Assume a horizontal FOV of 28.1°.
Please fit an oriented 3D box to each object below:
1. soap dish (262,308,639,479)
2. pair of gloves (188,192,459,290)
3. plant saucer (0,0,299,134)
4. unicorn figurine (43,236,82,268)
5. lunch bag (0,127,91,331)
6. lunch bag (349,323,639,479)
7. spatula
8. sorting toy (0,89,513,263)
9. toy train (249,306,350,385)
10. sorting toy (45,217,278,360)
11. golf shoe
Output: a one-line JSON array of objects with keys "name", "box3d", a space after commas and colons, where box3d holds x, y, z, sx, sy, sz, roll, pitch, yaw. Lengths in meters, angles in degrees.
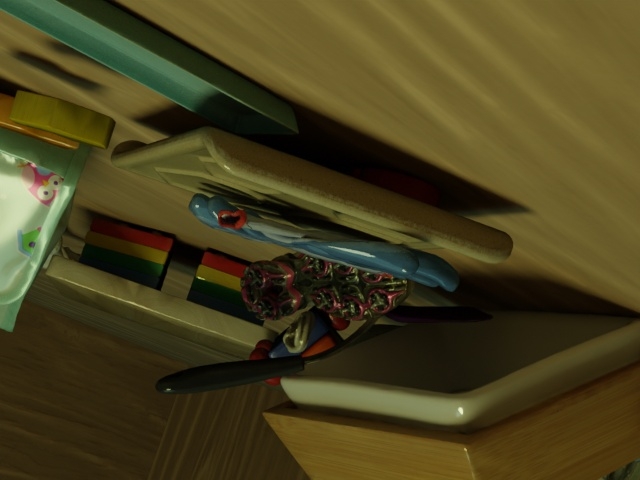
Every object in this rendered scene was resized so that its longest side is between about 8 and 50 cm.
[{"name": "soap dish", "box3d": [0.123, 0.142, 1.065, 0.229, 0.118, 0.291, -18, -173, -31]}, {"name": "pair of gloves", "box3d": [0.000, 0.000, 0.835, 0.159, 0.023, 0.198, 16, 177, -17]}, {"name": "plant saucer", "box3d": [-0.099, -0.104, 0.712, 0.192, 0.018, 0.067, 25, 168, -37]}, {"name": "unicorn figurine", "box3d": [-0.354, 0.007, 1.642, 0.111, 0.060, 0.162, 20, 170, -2]}, {"name": "lunch bag", "box3d": [-0.307, -0.048, 1.005, 0.223, 0.160, 0.262, 24, 158, -12]}, {"name": "lunch bag", "box3d": [0.181, 0.192, 1.388, 0.287, 0.169, 0.235, 33, 167, -29]}, {"name": "spatula", "box3d": [0.004, 0.090, 1.096, 0.296, 0.030, 0.084, -16, -171, -11]}, {"name": "sorting toy", "box3d": [-0.053, -0.050, 0.829, 0.307, 0.041, 0.229, 18, 175, -23]}, {"name": "toy train", "box3d": [0.013, 0.134, 1.242, 0.143, 0.105, 0.248, 50, -179, -1]}, {"name": "sorting toy", "box3d": [-0.172, 0.054, 1.484, 0.255, 0.089, 0.257, 20, 170, -4]}, {"name": "golf shoe", "box3d": [0.016, 0.029, 1.127, 0.186, 0.067, 0.086, -2, -166, 45]}]
